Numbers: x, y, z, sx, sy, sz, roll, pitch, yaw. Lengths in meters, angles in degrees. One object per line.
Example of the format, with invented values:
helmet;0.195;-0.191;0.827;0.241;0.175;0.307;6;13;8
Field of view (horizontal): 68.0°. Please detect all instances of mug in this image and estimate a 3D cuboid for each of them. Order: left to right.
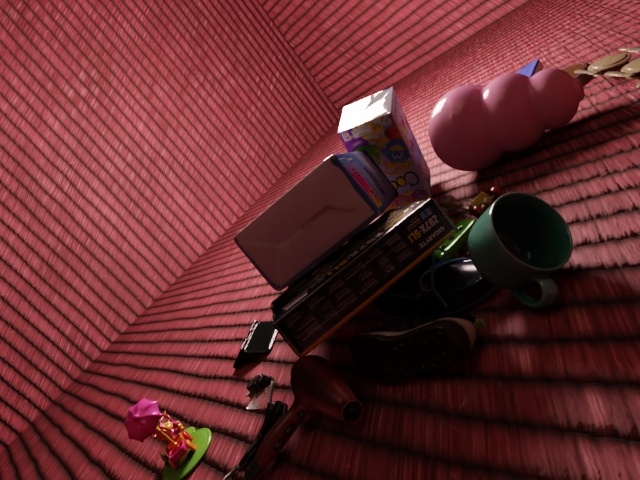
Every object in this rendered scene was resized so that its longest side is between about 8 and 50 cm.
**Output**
mug;0.283;0.018;0.701;0.158;0.129;0.097;-61;-2;-32

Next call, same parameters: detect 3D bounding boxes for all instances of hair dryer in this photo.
hair dryer;-0.038;0.300;0.797;0.293;0.080;0.224;-34;32;35

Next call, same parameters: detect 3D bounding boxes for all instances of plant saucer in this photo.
plant saucer;0.638;-0.419;1.257;0.168;0.029;0.168;-35;18;13

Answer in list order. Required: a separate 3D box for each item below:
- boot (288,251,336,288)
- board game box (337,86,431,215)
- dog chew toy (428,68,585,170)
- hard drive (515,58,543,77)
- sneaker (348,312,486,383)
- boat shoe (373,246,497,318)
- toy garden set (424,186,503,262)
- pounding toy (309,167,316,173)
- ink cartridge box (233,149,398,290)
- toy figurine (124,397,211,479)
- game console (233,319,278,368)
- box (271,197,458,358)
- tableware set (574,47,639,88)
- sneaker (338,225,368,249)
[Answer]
boot;-0.006;0.073;1.211;0.082;0.106;0.219;-20;25;47
board game box;0.173;-0.223;1.229;0.142;0.275;0.144;-17;36;24
dog chew toy;0.424;-0.288;1.099;0.331;0.207;0.207;-15;28;37
hard drive;0.518;-0.388;1.367;0.210;0.040;0.319;-33;16;47
sneaker;0.150;0.163;0.742;0.234;0.084;0.097;-20;1;45
boat shoe;0.181;0.079;0.825;0.258;0.089;0.109;-26;21;39
toy garden set;0.260;-0.025;1.009;0.204;0.049;0.244;-45;17;-12
pounding toy;-0.003;-0.161;1.875;0.237;0.110;0.183;-66;25;12
ink cartridge box;0.020;-0.065;1.067;0.270;0.151;0.395;-37;1;19
toy figurine;-0.331;0.390;0.985;0.130;0.159;0.173;-44;16;-15
game console;-0.159;0.265;1.205;0.122;0.071;0.107;-68;3;-59
box;0.058;0.057;0.854;0.322;0.079;0.257;-38;6;-6
tableware set;0.681;-0.381;1.054;0.128;0.039;0.194;-26;23;3
sneaker;0.000;0.000;1.357;0.321;0.125;0.180;-39;16;0
